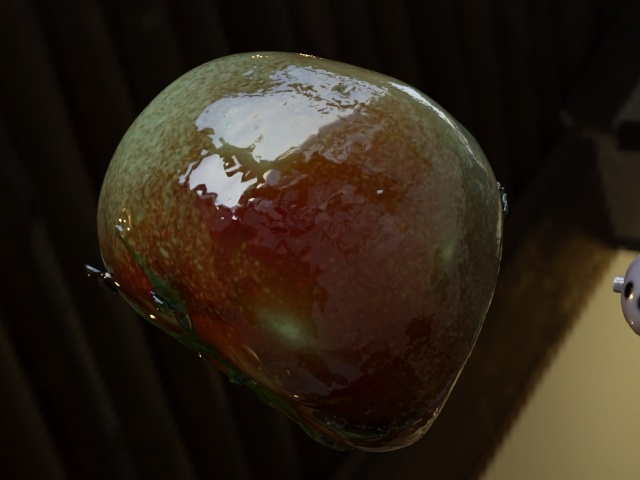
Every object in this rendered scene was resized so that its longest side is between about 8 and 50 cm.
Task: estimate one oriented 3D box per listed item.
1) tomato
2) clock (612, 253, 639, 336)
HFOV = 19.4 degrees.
[{"bbox_3d":[0.000,0.000,1.332,0.239,0.303,0.303,-56,-40,-8],"label":"tomato"},{"bbox_3d":[0.422,0.063,1.905,0.189,0.254,0.188,5,-90,-76],"label":"clock"}]
